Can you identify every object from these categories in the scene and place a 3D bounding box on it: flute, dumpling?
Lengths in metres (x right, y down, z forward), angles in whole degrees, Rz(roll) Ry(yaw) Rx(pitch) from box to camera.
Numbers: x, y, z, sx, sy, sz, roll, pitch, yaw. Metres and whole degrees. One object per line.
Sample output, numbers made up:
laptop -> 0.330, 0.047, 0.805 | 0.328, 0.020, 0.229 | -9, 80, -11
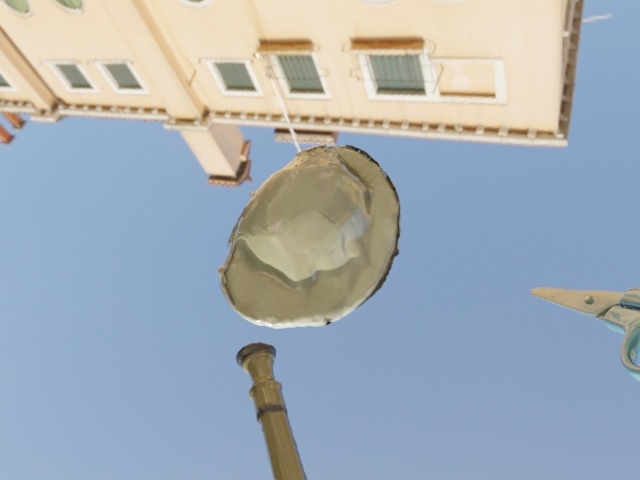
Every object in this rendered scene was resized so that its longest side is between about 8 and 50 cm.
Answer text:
flute -> -0.007, 0.143, 0.294 | 0.027, 0.027, 0.233 | -25, -136, 1
dumpling -> 0.000, 0.000, 0.692 | 0.172, 0.142, 0.247 | 32, -111, 11

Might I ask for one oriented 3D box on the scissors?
scissors -> 0.431, 0.098, 0.920 | 0.192, 0.447, 0.029 | -45, -83, -6
